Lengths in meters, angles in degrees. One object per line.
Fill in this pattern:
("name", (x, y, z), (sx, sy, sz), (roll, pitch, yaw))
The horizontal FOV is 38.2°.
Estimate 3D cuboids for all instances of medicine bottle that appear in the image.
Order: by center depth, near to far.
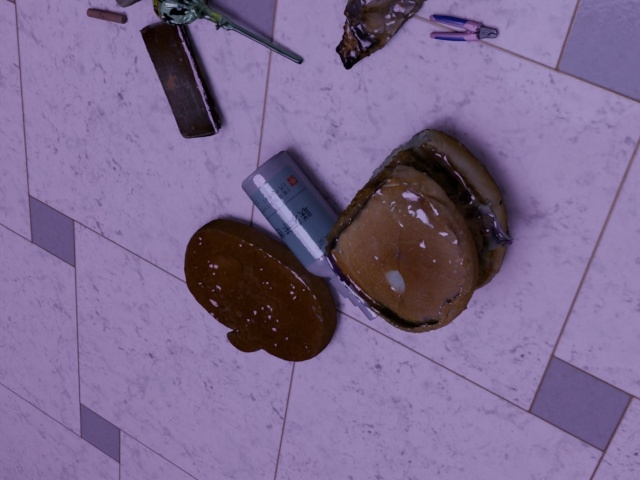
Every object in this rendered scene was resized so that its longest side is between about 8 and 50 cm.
("medicine bottle", (0.000, 0.000, 1.723), (0.352, 0.110, 0.110), (52, 135, -2))

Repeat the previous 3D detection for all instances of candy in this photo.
("candy", (-0.166, -0.379, 1.642), (0.305, 0.083, 0.091), (30, 130, 8))

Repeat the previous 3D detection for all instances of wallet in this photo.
("wallet", (-0.265, -0.309, 1.780), (0.121, 0.031, 0.232), (-2, 114, 43))

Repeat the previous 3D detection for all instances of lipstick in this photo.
("lipstick", (-0.421, -0.441, 1.818), (0.094, 0.019, 0.019), (17, 126, 28))

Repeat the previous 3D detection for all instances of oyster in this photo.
("oyster", (0.115, -0.384, 1.423), (0.128, 0.078, 0.345), (40, 132, -2))

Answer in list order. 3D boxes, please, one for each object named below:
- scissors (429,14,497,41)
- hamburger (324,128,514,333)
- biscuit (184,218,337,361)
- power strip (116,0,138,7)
("scissors", (0.218, -0.323, 1.418), (0.113, 0.012, 0.039), (13, 125, 30))
("hamburger", (0.164, -0.001, 1.543), (0.277, 0.195, 0.318), (47, 137, -2))
("biscuit", (-0.129, 0.118, 1.934), (0.367, 0.063, 0.314), (30, 134, 18))
("power strip", (-0.388, -0.561, 1.682), (0.105, 0.070, 0.257), (-22, 102, 43))
